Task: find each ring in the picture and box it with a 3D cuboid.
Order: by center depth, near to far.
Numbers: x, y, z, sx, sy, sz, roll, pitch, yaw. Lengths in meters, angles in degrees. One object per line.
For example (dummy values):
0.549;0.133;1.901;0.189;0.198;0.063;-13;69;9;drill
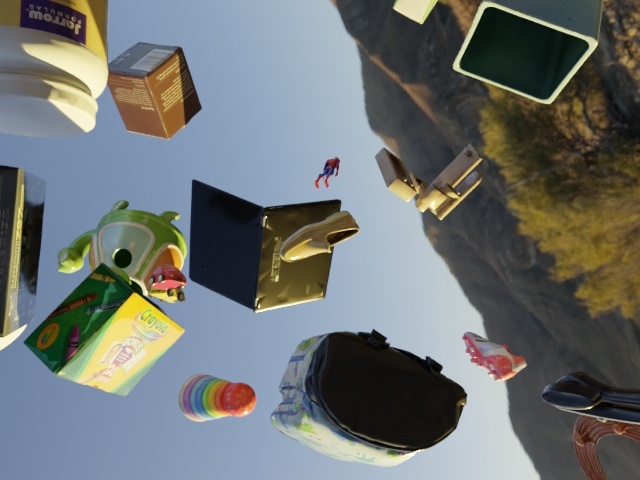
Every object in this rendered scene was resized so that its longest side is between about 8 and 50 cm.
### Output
0.662;0.501;1.274;0.336;0.032;0.337;44;150;34;ring

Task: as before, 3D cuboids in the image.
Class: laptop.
-0.186;0.006;1.976;0.236;0.408;0.382;50;140;47;laptop

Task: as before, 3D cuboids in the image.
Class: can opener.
0.382;0.209;0.782;0.073;0.186;0.059;-36;-61;-47;can opener

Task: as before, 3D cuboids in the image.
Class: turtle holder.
-0.540;0.034;1.695;0.320;0.243;0.227;24;-134;-15;turtle holder

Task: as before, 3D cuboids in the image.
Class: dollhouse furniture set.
0.198;-0.133;1.090;0.151;0.123;0.144;32;-155;-26;dollhouse furniture set

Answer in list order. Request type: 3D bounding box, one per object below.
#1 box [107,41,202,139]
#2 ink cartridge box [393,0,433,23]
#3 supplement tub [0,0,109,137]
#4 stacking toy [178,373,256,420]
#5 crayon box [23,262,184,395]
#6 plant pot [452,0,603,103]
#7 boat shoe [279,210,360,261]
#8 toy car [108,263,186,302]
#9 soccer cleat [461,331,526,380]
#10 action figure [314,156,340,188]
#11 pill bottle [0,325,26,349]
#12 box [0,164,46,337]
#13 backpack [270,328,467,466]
-0.471;-0.424;1.739;0.168;0.167;0.203;-55;-32;-37;box
0.284;-0.687;1.573;0.092;0.160;0.219;28;-129;2;ink cartridge box
-0.467;-0.356;0.995;0.241;0.241;0.331;18;-112;-68;supplement tub
-0.284;0.450;1.741;0.141;0.330;0.141;7;-103;-31;stacking toy
-0.350;0.161;1.047;0.081;0.165;0.278;38;167;17;crayon box
0.478;-0.508;1.382;0.247;0.247;0.252;101;-169;-71;plant pot
0.000;0.000;1.382;0.072;0.190;0.068;54;170;40;boat shoe
-0.425;0.092;1.441;0.239;0.225;0.053;125;150;-68;toy car
0.471;0.310;1.699;0.248;0.095;0.083;-131;22;-75;soccer cleat
0.020;-0.151;1.345;0.030;0.038;0.115;67;-148;-32;action figure
-0.720;0.025;1.159;0.392;0.224;0.224;51;-170;22;pill bottle
-0.455;0.014;0.896;0.183;0.059;0.233;-178;92;-76;box
0.048;0.292;1.156;0.290;0.273;0.355;26;174;-17;backpack
